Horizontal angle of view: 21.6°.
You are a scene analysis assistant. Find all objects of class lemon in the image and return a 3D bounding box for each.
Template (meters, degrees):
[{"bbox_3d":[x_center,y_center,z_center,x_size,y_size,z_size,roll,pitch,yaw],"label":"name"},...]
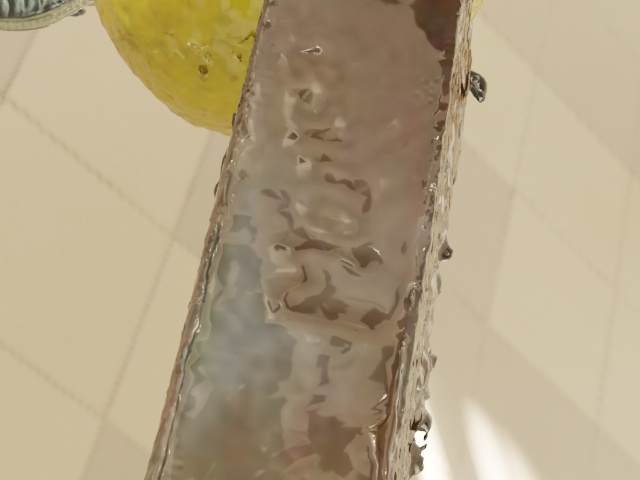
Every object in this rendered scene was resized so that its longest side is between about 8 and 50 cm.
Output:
[{"bbox_3d":[-0.019,-0.192,1.054,0.268,0.268,0.322,60,7,-8],"label":"lemon"}]

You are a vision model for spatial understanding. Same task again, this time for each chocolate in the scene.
[{"bbox_3d":[0.000,0.000,0.651,0.112,0.112,0.321,9,53,4],"label":"chocolate"}]

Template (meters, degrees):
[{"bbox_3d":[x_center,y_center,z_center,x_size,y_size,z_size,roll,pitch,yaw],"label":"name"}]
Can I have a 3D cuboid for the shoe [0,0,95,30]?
[{"bbox_3d":[-0.230,-0.238,1.493,0.227,0.112,0.099,-19,92,-15],"label":"shoe"}]
